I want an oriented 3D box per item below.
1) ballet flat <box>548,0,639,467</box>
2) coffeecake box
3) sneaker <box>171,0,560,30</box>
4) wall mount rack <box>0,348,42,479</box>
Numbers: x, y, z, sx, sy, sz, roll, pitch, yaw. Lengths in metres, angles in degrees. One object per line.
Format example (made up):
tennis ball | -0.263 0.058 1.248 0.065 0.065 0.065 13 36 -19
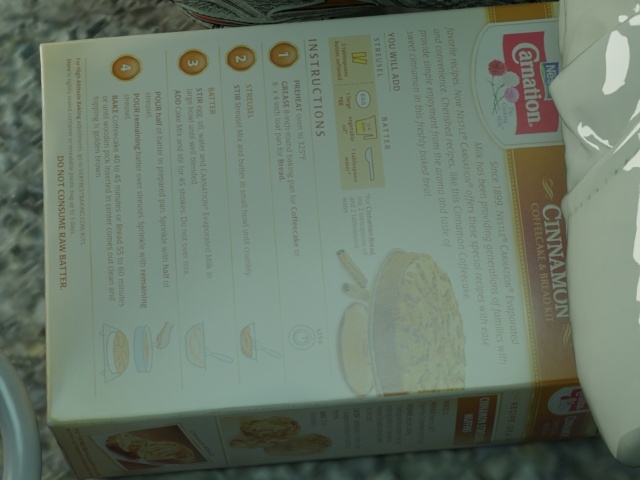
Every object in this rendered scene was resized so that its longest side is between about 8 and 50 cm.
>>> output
ballet flat | 0.154 -0.093 0.614 0.139 0.139 0.400 31 54 14
coffeecake box | 0.000 0.000 0.656 0.185 0.068 0.142 -5 67 0
sneaker | -0.006 -0.121 0.706 0.225 0.092 0.088 11 48 -9
wall mount rack | -0.187 0.115 0.468 0.350 0.130 0.304 -19 75 -36
